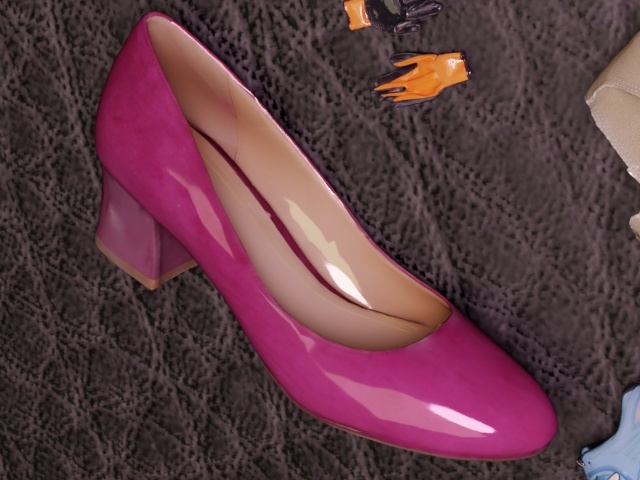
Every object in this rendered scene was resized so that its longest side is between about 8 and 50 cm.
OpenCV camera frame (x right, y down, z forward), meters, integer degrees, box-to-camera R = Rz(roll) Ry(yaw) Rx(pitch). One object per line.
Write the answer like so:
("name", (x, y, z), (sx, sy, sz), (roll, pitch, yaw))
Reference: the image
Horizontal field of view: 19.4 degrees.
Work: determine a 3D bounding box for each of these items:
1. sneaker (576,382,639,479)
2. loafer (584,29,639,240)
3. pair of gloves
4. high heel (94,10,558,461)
("sneaker", (0.202, 0.164, 1.236), (0.073, 0.063, 0.162), (35, 115, 32))
("loafer", (0.243, -0.007, 1.132), (0.092, 0.102, 0.268), (-24, 86, 31))
("pair of gloves", (0.057, -0.130, 1.227), (0.074, 0.010, 0.083), (-15, 97, 30))
("high heel", (0.000, 0.000, 1.224), (0.377, 0.127, 0.181), (26, 127, 20))
